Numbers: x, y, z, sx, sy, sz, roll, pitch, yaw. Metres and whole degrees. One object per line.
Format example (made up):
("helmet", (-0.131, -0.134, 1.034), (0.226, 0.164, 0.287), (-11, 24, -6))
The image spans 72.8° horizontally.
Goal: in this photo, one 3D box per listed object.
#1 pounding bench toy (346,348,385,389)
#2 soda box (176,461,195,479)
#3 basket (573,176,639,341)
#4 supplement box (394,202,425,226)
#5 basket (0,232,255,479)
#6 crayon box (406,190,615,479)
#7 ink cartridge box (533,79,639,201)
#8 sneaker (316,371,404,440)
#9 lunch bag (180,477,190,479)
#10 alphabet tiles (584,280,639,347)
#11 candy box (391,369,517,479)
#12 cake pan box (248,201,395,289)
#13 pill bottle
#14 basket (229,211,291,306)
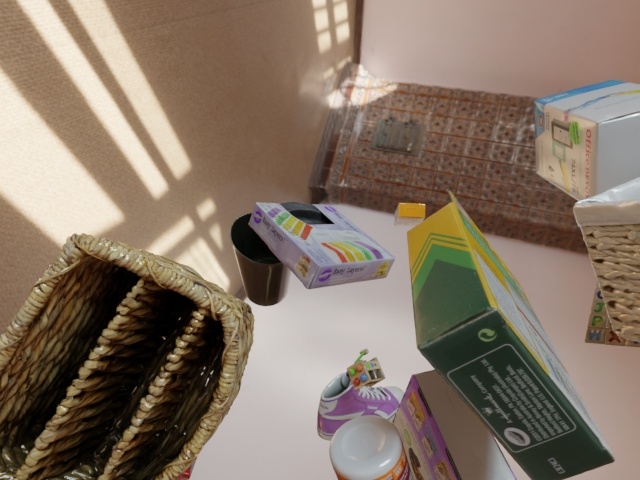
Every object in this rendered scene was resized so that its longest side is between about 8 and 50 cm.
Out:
("pounding bench toy", (0.096, 0.291, 0.995), (0.065, 0.083, 0.052), (10, 138, -45))
("soda box", (-0.353, 0.564, 0.962), (0.083, 0.092, 0.263), (-92, -157, -69))
("basket", (0.656, 0.005, 0.660), (0.328, 0.331, 0.266), (-177, -111, -75))
("supplement box", (0.213, -0.060, 1.045), (0.098, 0.062, 0.036), (68, 26, -79))
("basket", (-0.222, 0.175, 0.504), (0.299, 0.213, 0.223), (-59, 173, -7))
("crayon box", (0.198, 0.084, 0.528), (0.083, 0.203, 0.323), (-36, -166, 22))
("ink cartridge box", (0.633, -0.219, 0.962), (0.270, 0.197, 0.198), (-92, 167, -64))
("sneaker", (0.122, 0.416, 1.162), (0.282, 0.102, 0.161), (-10, 110, -32))
("lunch bag", (-0.176, 0.524, 0.604), (0.169, 0.235, 0.287), (52, 49, -25))
("alphabet tiles", (0.735, 0.154, 0.965), (0.009, 0.237, 0.198), (49, 56, -26))
("candy box", (0.171, 0.300, 0.609), (0.196, 0.070, 0.164), (95, -19, -45))
("cake pan box", (0.000, 0.000, 0.998), (0.246, 0.267, 0.070), (0, 122, -42))
("pill bottle", (0.070, 0.294, 0.520), (0.086, 0.086, 0.152), (-52, 129, -55))
("basket", (-0.153, 0.068, 1.204), (0.154, 0.204, 0.226), (-30, 144, -27))
